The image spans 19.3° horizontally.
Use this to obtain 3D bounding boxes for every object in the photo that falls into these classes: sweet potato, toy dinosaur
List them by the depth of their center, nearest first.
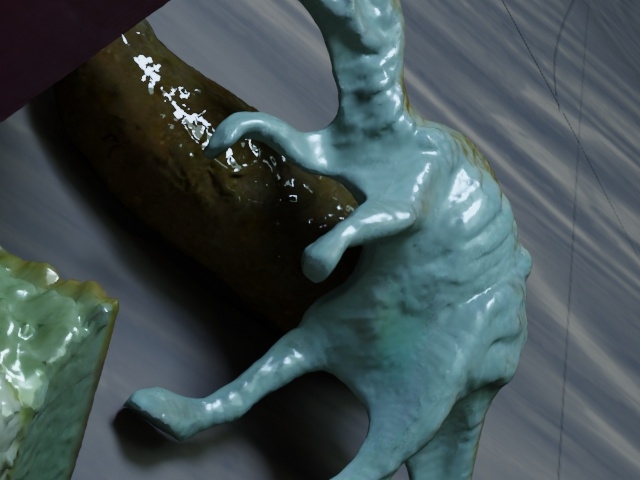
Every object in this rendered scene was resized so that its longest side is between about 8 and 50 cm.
[{"bbox_3d":[0.032,0.069,0.877,0.205,0.092,0.393,-39,112,-25],"label":"toy dinosaur"},{"bbox_3d":[-0.001,0.001,0.954,0.341,0.092,0.114,37,20,-33],"label":"sweet potato"}]

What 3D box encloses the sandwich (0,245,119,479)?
[{"bbox_3d":[-0.144,0.082,0.588,0.220,0.186,0.108,59,33,0],"label":"sandwich"}]

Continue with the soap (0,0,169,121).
[{"bbox_3d":[-0.102,-0.208,0.728,0.233,0.359,0.128,46,32,-22],"label":"soap"}]
